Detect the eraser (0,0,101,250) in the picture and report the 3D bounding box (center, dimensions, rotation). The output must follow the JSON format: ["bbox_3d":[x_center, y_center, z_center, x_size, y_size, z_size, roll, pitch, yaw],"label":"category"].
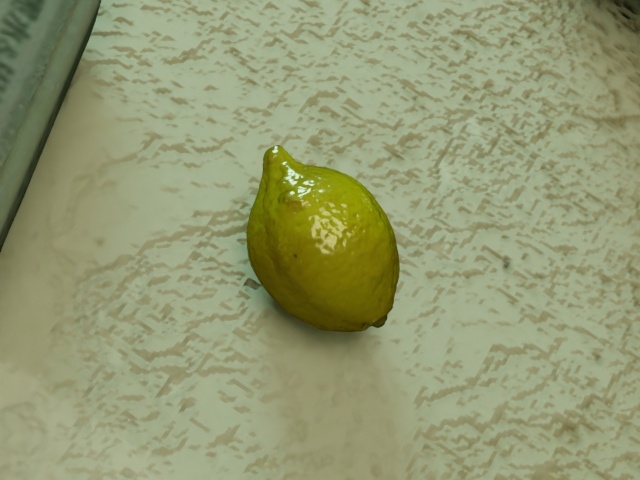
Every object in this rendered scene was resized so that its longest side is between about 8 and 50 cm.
[{"bbox_3d":[-0.169,-0.016,0.498,0.089,0.061,0.351,21,62,-7],"label":"eraser"}]

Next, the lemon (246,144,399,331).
[{"bbox_3d":[0.000,0.000,0.543,0.065,0.065,0.092,-32,89,-27],"label":"lemon"}]
